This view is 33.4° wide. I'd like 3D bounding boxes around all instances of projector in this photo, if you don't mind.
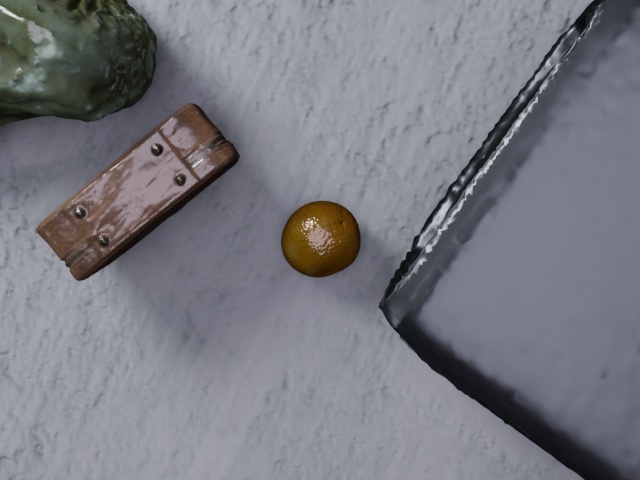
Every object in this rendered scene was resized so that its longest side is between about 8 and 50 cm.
[{"bbox_3d":[0.315,0.021,0.970,0.405,0.242,0.395,35,97,2],"label":"projector"}]

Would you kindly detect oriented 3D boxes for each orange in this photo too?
[{"bbox_3d":[0.000,0.000,1.067,0.085,0.085,0.085,0,94,3],"label":"orange"}]

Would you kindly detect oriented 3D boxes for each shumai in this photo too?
[{"bbox_3d":[-0.283,-0.156,1.008,0.261,0.225,0.222,37,109,39],"label":"shumai"}]

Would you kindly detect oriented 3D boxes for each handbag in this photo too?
[{"bbox_3d":[-0.171,-0.047,1.035,0.193,0.151,0.072,-40,94,2],"label":"handbag"}]
